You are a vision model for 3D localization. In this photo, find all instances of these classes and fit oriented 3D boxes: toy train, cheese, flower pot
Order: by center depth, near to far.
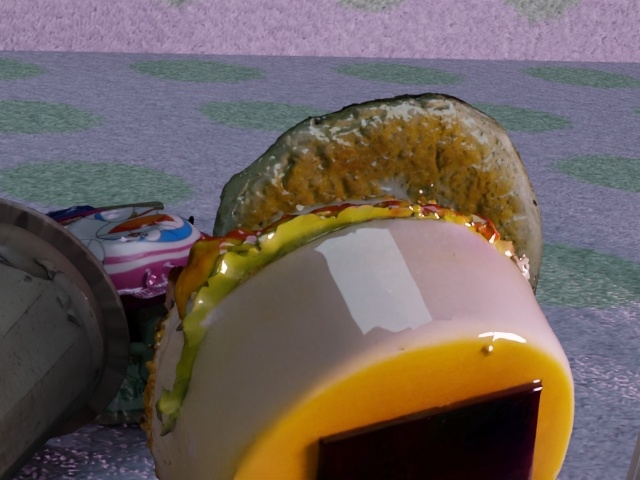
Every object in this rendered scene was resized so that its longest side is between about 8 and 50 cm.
[{"bbox_3d":[-0.269,0.096,1.064,0.212,0.212,0.202,8,23,12],"label":"flower pot"},{"bbox_3d":[-0.177,0.005,1.221,0.155,0.062,0.244,-16,23,-28],"label":"cheese"},{"bbox_3d":[-0.172,0.058,1.350,0.159,0.129,0.326,-6,18,-14],"label":"toy train"}]

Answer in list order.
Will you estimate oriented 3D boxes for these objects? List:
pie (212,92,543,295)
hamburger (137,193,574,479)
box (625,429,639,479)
[{"bbox_3d":[0.055,0.014,1.363,0.323,0.323,0.070,7,-17,8],"label":"pie"},{"bbox_3d":[0.024,0.101,0.963,0.276,0.294,0.179,-14,37,-18],"label":"hamburger"},{"bbox_3d":[0.276,0.177,1.080,0.084,0.122,0.069,22,11,42],"label":"box"}]
